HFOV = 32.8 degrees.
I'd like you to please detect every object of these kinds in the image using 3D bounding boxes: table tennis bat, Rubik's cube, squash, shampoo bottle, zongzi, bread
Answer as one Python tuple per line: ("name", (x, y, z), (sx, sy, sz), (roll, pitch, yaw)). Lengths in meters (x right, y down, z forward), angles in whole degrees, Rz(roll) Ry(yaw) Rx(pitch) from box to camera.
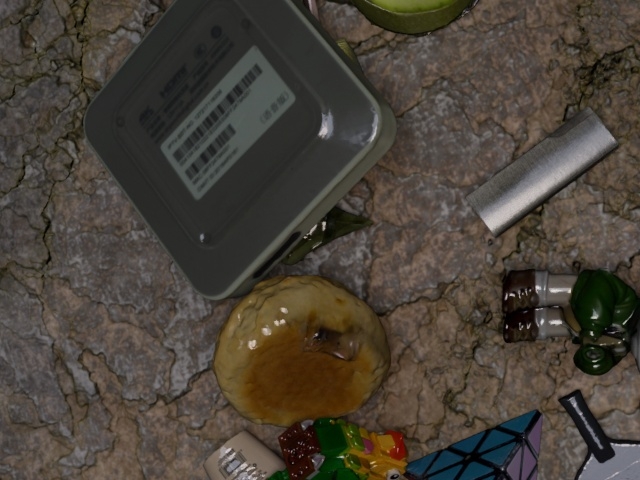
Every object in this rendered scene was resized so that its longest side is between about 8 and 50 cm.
("table tennis bat", (0.390, 0.306, 1.437), (0.150, 0.027, 0.236), (-32, 83, 10))
("Rubik's cube", (0.258, 0.317, 1.460), (0.178, 0.211, 0.190), (-48, 112, -13))
("squash", (0.125, -0.398, 1.480), (0.220, 0.133, 0.220), (-1, 83, 9))
("shampoo bottle", (-0.052, 0.384, 1.505), (0.127, 0.078, 0.257), (-39, 79, -6))
("zongzi", (0.000, 0.000, 1.526), (0.119, 0.055, 0.109), (23, 95, 1))
("bread", (-0.030, 0.139, 1.450), (0.244, 0.244, 0.134), (-30, 38, 10))

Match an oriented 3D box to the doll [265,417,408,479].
("doll", (0.026, 0.299, 1.452), (0.186, 0.106, 0.134), (0, 132, -22))

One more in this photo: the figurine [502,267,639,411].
("figurine", (0.417, 0.106, 1.376), (0.369, 0.167, 0.281), (6, 123, 22))

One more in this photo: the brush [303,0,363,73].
("brush", (0.014, -0.289, 1.535), (0.067, 0.072, 0.313), (-12, 81, -11))

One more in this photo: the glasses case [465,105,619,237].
("glasses case", (0.298, -0.091, 1.464), (0.205, 0.047, 0.071), (-37, 80, 9))

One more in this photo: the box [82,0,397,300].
("box", (-0.126, -0.160, 1.486), (0.367, 0.090, 0.373), (-46, 70, 18))
